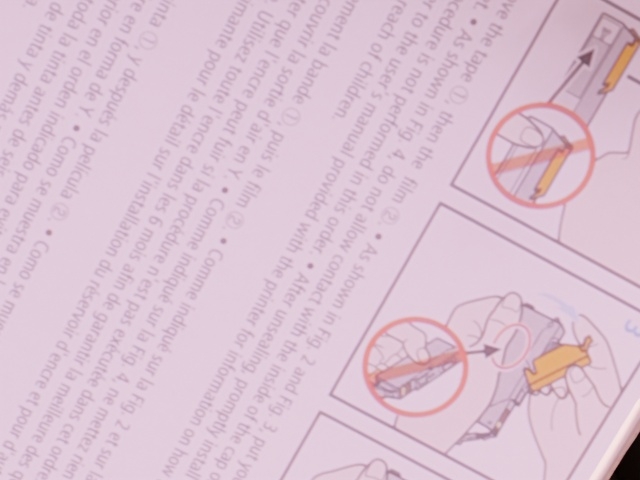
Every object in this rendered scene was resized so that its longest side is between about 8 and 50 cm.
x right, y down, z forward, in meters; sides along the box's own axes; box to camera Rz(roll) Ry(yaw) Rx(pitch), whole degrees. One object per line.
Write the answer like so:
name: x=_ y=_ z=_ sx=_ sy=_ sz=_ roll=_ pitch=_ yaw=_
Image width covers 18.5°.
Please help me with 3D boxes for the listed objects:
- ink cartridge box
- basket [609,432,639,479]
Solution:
ink cartridge box: x=0.000 y=0.000 z=0.452 sx=0.261 sy=0.066 sz=0.296 roll=28 pitch=105 yaw=-7
basket: x=0.007 y=0.104 z=0.577 sx=0.227 sy=0.154 sz=0.204 roll=-27 pitch=132 yaw=25
